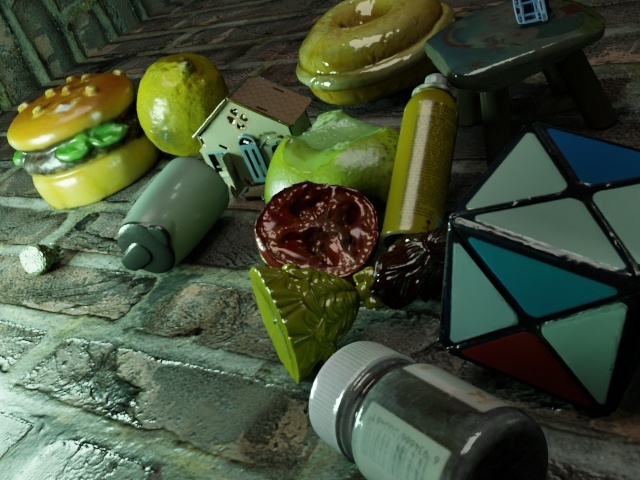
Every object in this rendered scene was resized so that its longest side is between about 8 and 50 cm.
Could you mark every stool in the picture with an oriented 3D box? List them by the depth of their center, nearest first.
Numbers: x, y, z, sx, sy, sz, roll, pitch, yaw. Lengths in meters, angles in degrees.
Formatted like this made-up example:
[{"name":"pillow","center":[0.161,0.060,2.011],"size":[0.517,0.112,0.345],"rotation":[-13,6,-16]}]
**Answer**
[{"name":"stool","center":[0.397,-0.329,1.657],"size":[0.310,0.226,0.310],"rotation":[-19,29,4]}]

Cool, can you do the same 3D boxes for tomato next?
[{"name":"tomato","center":[0.001,0.004,1.471],"size":[0.227,0.101,0.228],"rotation":[0,55,0]}]

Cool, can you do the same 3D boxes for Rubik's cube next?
[{"name":"Rubik's cube","center":[0.315,0.029,1.056],"size":[0.250,0.248,0.246],"rotation":[21,47,28]}]

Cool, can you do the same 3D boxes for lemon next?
[{"name":"lemon","center":[-0.355,-0.356,2.147],"size":[0.253,0.310,0.254],"rotation":[2,58,-3]}]

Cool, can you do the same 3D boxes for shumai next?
[{"name":"shumai","center":[-0.650,0.042,1.939],"size":[0.083,0.082,0.080],"rotation":[6,1,20]}]

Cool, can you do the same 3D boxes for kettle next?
[{"name":"kettle","center":[-0.331,-0.034,1.760],"size":[0.221,0.161,0.236],"rotation":[-34,19,42]}]

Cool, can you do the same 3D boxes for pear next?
[{"name":"pear","center":[0.054,-0.127,1.615],"size":[0.286,0.176,0.281],"rotation":[-38,35,-22]}]

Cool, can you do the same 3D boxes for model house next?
[{"name":"model house","center":[-0.135,-0.238,1.850],"size":[0.326,0.244,0.169],"rotation":[-2,33,30]}]

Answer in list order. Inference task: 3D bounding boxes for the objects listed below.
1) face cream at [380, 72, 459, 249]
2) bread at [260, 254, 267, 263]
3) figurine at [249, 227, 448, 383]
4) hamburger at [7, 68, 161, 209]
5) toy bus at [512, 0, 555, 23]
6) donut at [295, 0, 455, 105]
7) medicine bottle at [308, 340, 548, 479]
[{"name":"face cream","center":[0.186,-0.147,1.478],"size":[0.105,0.105,0.349],"rotation":[-3,62,31]},{"name":"bread","center":[-0.061,0.008,1.552],"size":[0.083,0.044,0.111],"rotation":[24,57,37]},{"name":"figurine","center":[0.069,0.079,1.314],"size":[0.315,0.168,0.187],"rotation":[-20,45,-15]},{"name":"hamburger","center":[-0.652,-0.286,2.239],"size":[0.395,0.278,0.396],"rotation":[-17,29,10]},{"name":"toy bus","center":[0.410,-0.484,1.602],"size":[0.076,0.073,0.167],"rotation":[-11,33,21]},{"name":"donut","center":[0.144,-0.508,2.141],"size":[0.448,0.198,0.449],"rotation":[-17,31,11]},{"name":"medicine bottle","center":[0.121,0.233,0.993],"size":[0.165,0.165,0.273],"rotation":[-36,32,-22]}]
